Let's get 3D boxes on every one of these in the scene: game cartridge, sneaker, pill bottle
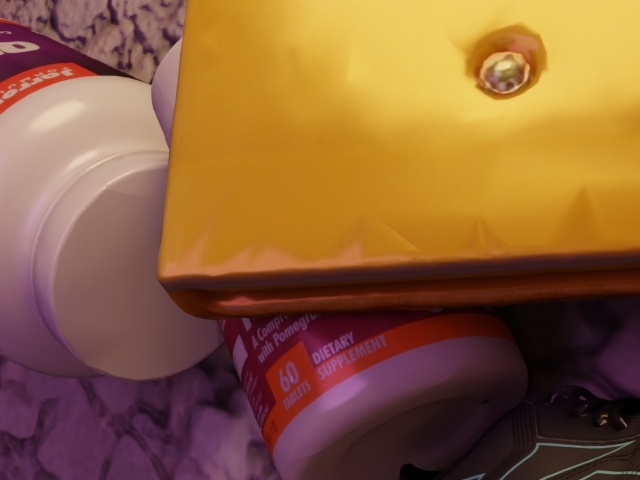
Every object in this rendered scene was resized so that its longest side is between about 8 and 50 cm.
[{"bbox_3d":[0.083,-0.128,0.597,0.285,0.052,0.323,-3,64,16],"label":"game cartridge"},{"bbox_3d":[0.113,0.096,0.526,0.267,0.101,0.106,-33,48,38],"label":"sneaker"},{"bbox_3d":[0.000,0.000,0.660,0.121,0.121,0.221,-43,57,30],"label":"pill bottle"},{"bbox_3d":[-0.172,-0.029,0.867,0.323,0.181,0.181,28,96,53],"label":"pill bottle"}]
